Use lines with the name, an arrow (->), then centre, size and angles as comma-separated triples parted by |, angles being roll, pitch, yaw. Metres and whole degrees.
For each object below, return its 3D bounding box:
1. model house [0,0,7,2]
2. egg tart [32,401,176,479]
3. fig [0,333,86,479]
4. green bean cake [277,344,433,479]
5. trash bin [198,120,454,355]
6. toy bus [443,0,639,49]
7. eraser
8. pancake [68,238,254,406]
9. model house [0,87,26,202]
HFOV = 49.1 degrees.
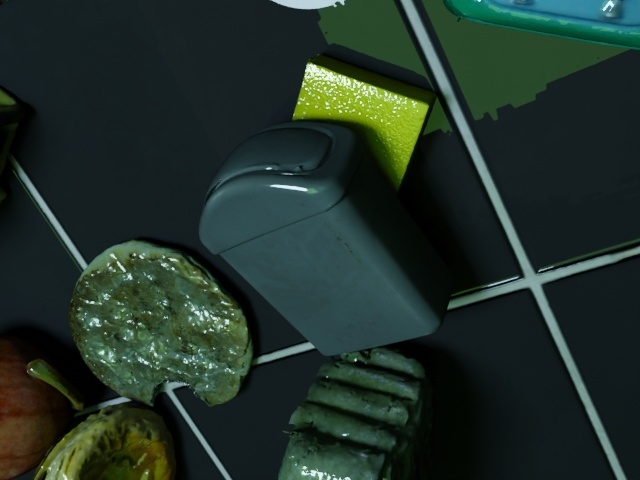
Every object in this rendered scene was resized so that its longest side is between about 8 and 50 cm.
model house -> -0.306, -0.294, 0.632 | 0.152, 0.165, 0.106 | -8, 97, 20
egg tart -> -0.289, 0.322, 0.903 | 0.106, 0.241, 0.241 | 13, 122, 31
fig -> -0.408, 0.218, 0.916 | 0.205, 0.205, 0.205 | 8, 119, 14
green bean cake -> 0.048, 0.238, 0.747 | 0.125, 0.227, 0.222 | 6, 119, 20
trash bin -> 0.000, 0.000, 0.678 | 0.177, 0.101, 0.236 | -20, 122, 37
toy bus -> 0.187, -0.293, 0.437 | 0.184, 0.199, 0.343 | 13, 118, 12
eraser -> 0.036, -0.111, 0.669 | 0.122, 0.045, 0.097 | 21, 123, 7
pancake -> -0.198, 0.109, 0.866 | 0.254, 0.037, 0.253 | 7, 118, 13
model house -> -0.469, -0.069, 0.771 | 0.175, 0.193, 0.234 | 33, 125, -3
